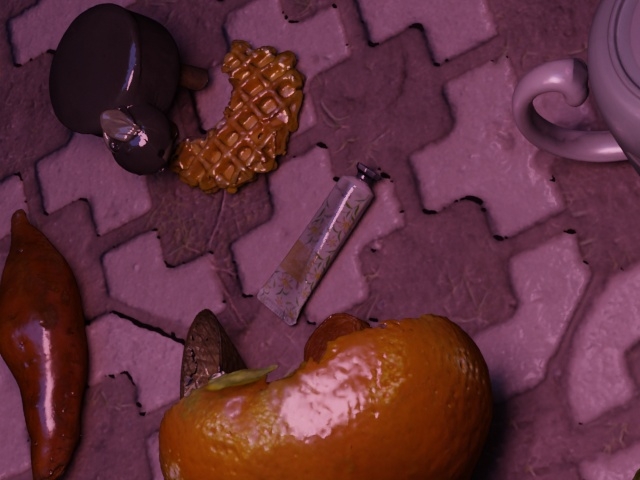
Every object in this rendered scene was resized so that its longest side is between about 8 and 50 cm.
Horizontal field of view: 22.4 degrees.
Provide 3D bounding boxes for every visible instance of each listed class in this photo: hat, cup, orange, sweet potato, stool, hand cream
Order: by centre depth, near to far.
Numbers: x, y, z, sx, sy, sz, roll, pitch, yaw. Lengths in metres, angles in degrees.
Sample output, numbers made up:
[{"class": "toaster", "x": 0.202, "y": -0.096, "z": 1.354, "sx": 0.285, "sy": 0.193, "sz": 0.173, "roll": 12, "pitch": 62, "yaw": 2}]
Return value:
[{"class": "cup", "x": 0.349, "y": -0.144, "z": 1.533, "sx": 0.356, "sy": 0.274, "sz": 0.259, "roll": -5, "pitch": 68, "yaw": 26}, {"class": "orange", "x": 0.008, "y": 0.205, "z": 1.575, "sx": 0.334, "sy": 0.262, "sz": 0.196, "roll": -16, "pitch": 47, "yaw": 11}, {"class": "hat", "x": -0.104, "y": 0.150, "z": 1.794, "sx": 0.146, "sy": 0.067, "sz": 0.146, "roll": -174, "pitch": 90, "yaw": -69}, {"class": "hand cream", "x": 0.000, "y": 0.000, "z": 1.805, "sx": 0.067, "sy": 0.042, "sz": 0.194, "roll": 37, "pitch": 95, "yaw": 32}, {"class": "sweet potato", "x": -0.329, "y": 0.108, "z": 1.902, "sx": 0.112, "sy": 0.112, "sz": 0.359, "roll": -26, "pitch": 58, "yaw": 17}, {"class": "stool", "x": -0.228, "y": -0.170, "z": 1.922, "sx": 0.153, "sy": 0.139, "sz": 0.228, "roll": -19, "pitch": 68, "yaw": 37}]

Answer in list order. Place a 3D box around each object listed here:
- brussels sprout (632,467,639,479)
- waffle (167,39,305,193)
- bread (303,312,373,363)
[{"class": "brussels sprout", "x": 0.370, "y": 0.255, "z": 1.371, "sx": 0.227, "sy": 0.259, "sz": 0.294, "roll": 47, "pitch": 135, "yaw": 1}, {"class": "waffle", "x": -0.099, "y": -0.146, "z": 1.909, "sx": 0.149, "sy": 0.051, "sz": 0.194, "roll": 12, "pitch": 77, "yaw": 30}, {"class": "bread", "x": 0.027, "y": 0.122, "z": 1.736, "sx": 0.085, "sy": 0.053, "sz": 0.085, "roll": -20, "pitch": 55, "yaw": 32}]
